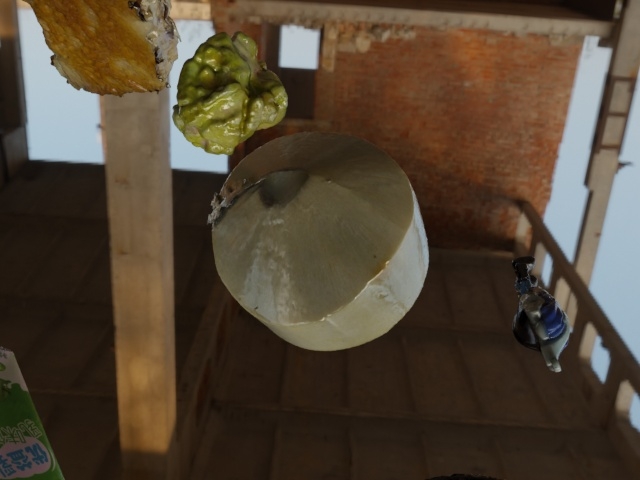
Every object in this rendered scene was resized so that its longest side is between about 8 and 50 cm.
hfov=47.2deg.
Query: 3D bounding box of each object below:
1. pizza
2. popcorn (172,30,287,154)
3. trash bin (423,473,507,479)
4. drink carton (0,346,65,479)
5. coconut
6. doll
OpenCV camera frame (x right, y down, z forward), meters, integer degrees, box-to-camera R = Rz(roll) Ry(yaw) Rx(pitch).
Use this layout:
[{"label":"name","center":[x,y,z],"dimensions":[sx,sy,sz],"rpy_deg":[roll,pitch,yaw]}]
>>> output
[{"label":"pizza","center":[-0.157,-0.174,0.527],"dimensions":[0.147,0.226,0.069],"rpy_deg":[26,-112,13]},{"label":"popcorn","center":[-0.109,-0.167,0.848],"dimensions":[0.126,0.126,0.145],"rpy_deg":[29,-144,-33]},{"label":"trash bin","center":[0.134,0.387,0.668],"dimensions":[0.217,0.262,0.277],"rpy_deg":[-11,-167,-1]},{"label":"drink carton","center":[-0.452,0.259,0.958],"dimensions":[0.271,0.108,0.161],"rpy_deg":[54,-171,30]},{"label":"coconut","center":[0.000,0.000,1.044],"dimensions":[0.323,0.322,0.323],"rpy_deg":[3,-157,-1]},{"label":"doll","center":[0.280,0.099,0.946],"dimensions":[0.070,0.096,0.195],"rpy_deg":[-18,-148,14]}]
